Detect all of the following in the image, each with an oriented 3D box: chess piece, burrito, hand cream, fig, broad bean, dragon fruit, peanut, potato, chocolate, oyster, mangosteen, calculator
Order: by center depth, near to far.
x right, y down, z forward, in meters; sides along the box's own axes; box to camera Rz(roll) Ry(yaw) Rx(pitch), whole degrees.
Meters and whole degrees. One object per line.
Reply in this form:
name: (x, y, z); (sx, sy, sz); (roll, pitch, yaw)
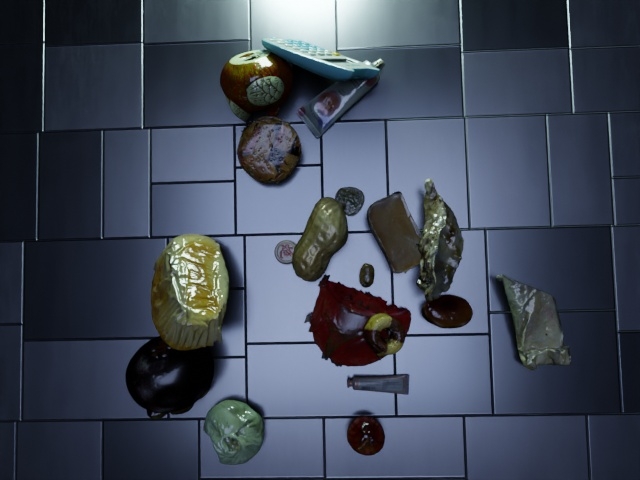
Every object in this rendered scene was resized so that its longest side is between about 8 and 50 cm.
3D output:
mangosteen: (-0.476, 0.452, 1.662); (0.274, 0.275, 0.303); (-6, 122, 2)
fig: (0.140, 0.634, 1.671); (0.128, 0.150, 0.129); (-17, 55, 26)
calculator: (-0.015, -0.600, 1.680); (0.386, 0.256, 0.055); (31, 122, 21)
burrito: (0.704, 0.255, 1.683); (0.174, 0.107, 0.348); (-17, 88, -14)
peanut: (0.005, -0.002, 1.693); (0.142, 0.159, 0.292); (26, 88, -26)
oyster: (0.392, 0.010, 1.694); (0.110, 0.204, 0.397); (-4, 74, 40)
broad bean: (0.422, 0.237, 1.703); (0.165, 0.084, 0.114); (-10, 81, -4)
dragon fruit: (0.116, 0.299, 1.708); (0.343, 0.100, 0.283); (19, 92, 4)
hand cream: (0.194, 0.480, 1.721); (0.209, 0.043, 0.067); (3, 89, -3)
chocolate: (0.246, -0.020, 1.725); (0.160, 0.083, 0.262); (-23, 90, -18)
potato: (0.158, 0.119, 1.741); (0.051, 0.040, 0.084); (4, 88, -3)
chess piece: (-0.116, 0.040, 1.758); (0.083, 0.038, 0.084); (0, 85, 1)
hand cream: (0.082, -0.509, 1.773); (0.340, 0.078, 0.124); (-39, 86, 4)

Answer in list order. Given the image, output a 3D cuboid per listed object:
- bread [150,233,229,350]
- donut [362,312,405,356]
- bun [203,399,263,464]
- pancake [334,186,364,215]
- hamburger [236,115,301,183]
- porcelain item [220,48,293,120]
bread: (-0.418, 0.159, 1.632); (0.235, 0.183, 0.389); (12, 43, -20)
donut: (0.208, 0.304, 1.639); (0.140, 0.059, 0.141); (1, 87, -17)
bun: (-0.293, 0.638, 1.686); (0.212, 0.126, 0.204); (27, 86, 4)
pancake: (0.099, -0.139, 1.771); (0.107, 0.017, 0.108); (0, 83, 3)
hamburger: (-0.175, -0.310, 1.738); (0.230, 0.107, 0.231); (-1, 102, -7)
porcelain item: (-0.205, -0.510, 1.729); (0.252, 0.253, 0.253); (0, 87, 2)
